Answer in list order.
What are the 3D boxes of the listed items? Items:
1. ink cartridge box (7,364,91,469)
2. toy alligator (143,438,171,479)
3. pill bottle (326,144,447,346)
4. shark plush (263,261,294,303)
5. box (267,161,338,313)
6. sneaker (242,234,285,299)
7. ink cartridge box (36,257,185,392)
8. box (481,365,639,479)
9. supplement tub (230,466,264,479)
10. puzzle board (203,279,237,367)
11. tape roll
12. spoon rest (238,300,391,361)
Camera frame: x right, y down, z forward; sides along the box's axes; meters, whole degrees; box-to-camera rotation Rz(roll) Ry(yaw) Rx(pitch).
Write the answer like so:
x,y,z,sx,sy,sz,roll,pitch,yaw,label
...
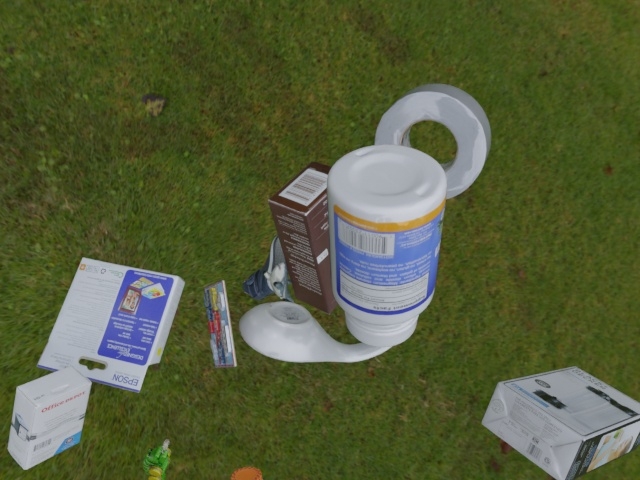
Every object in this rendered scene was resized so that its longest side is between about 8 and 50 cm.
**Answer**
x,y,z,sx,sy,sz,roll,pitch,yaw,label
-0.617,0.401,1.283,0.139,0.082,0.191,-17,131,-56,ink cartridge box
-0.356,0.470,1.212,0.051,0.190,0.056,18,43,1,toy alligator
0.088,0.019,0.781,0.152,0.152,0.272,-23,135,-20,pill bottle
-0.100,0.135,1.628,0.067,0.073,0.161,-34,121,-15,shark plush
0.000,0.000,1.551,0.191,0.143,0.382,-46,142,-31,box
-0.172,0.089,1.810,0.086,0.163,0.226,35,44,-25,sneaker
-0.542,0.217,1.475,0.303,0.072,0.308,10,72,14,ink cartridge box
0.448,0.317,1.010,0.289,0.169,0.087,5,108,-40,box
-0.214,0.783,1.670,0.116,0.117,0.191,-5,101,-19,supplement tub
-0.157,0.131,0.867,0.011,0.096,0.128,-6,81,-28,puzzle board
0.220,-0.192,1.109,0.219,0.219,0.072,50,35,-8,tape roll
0.002,0.155,0.922,0.276,0.137,0.084,5,114,-20,spoon rest
